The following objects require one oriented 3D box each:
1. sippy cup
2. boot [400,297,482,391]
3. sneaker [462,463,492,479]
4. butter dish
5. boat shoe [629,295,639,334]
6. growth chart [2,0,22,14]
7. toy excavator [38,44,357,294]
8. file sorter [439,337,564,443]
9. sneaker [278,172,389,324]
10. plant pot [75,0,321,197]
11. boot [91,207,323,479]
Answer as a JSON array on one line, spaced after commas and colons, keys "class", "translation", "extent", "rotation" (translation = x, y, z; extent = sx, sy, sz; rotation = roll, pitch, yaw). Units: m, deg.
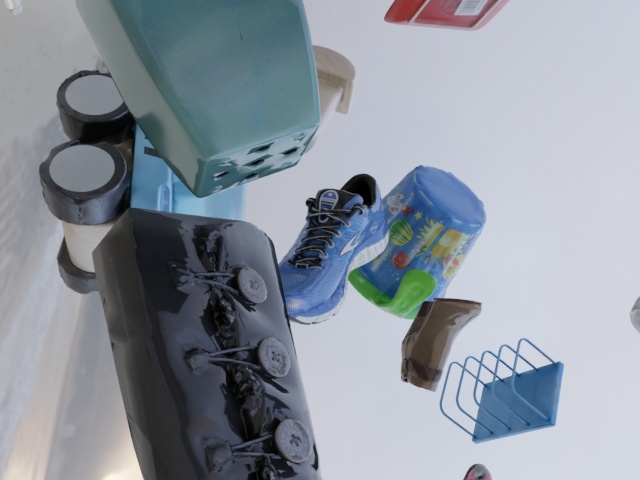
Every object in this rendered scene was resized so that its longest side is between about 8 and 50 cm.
[{"class": "sippy cup", "translation": [0.183, -0.009, 1.411], "extent": [0.224, 0.240, 0.305], "rotation": [-55, -133, 34]}, {"class": "boot", "translation": [0.112, 0.100, 0.719], "extent": [0.118, 0.042, 0.087], "rotation": [153, -47, -73]}, {"class": "sneaker", "translation": [0.207, 0.357, 1.058], "extent": [0.057, 0.047, 0.119], "rotation": [-113, -153, -68]}, {"class": "butter dish", "translation": [0.178, -0.365, 1.018], "extent": [0.160, 0.159, 0.118], "rotation": [138, -50, -66]}, {"class": "boat shoe", "translation": [0.443, 0.105, 0.768], "extent": [0.088, 0.267, 0.096], "rotation": [-63, -179, -16]}, {"class": "growth chart", "translation": [-0.261, -0.341, 0.782], "extent": [0.237, 0.021, 0.172], "rotation": [-53, -167, -3]}, {"class": "toy excavator", "translation": [-0.154, -0.132, 1.138], "extent": [0.222, 0.445, 0.433], "rotation": [104, -15, -50]}, {"class": "file sorter", "translation": [0.297, 0.247, 1.258], "extent": [0.170, 0.104, 0.118], "rotation": [-32, -154, 46]}, {"class": "sneaker", "translation": [0.000, 0.000, 1.141], "extent": [0.330, 0.129, 0.147], "rotation": [-50, 143, -47]}, {"class": "plant pot", "translation": [-0.102, -0.171, 0.677], "extent": [0.234, 0.165, 0.166], "rotation": [67, -19, 8]}, {"class": "boot", "translation": [-0.030, 0.197, 0.750], "extent": [0.146, 0.367, 0.445], "rotation": [-37, -125, 21]}]
